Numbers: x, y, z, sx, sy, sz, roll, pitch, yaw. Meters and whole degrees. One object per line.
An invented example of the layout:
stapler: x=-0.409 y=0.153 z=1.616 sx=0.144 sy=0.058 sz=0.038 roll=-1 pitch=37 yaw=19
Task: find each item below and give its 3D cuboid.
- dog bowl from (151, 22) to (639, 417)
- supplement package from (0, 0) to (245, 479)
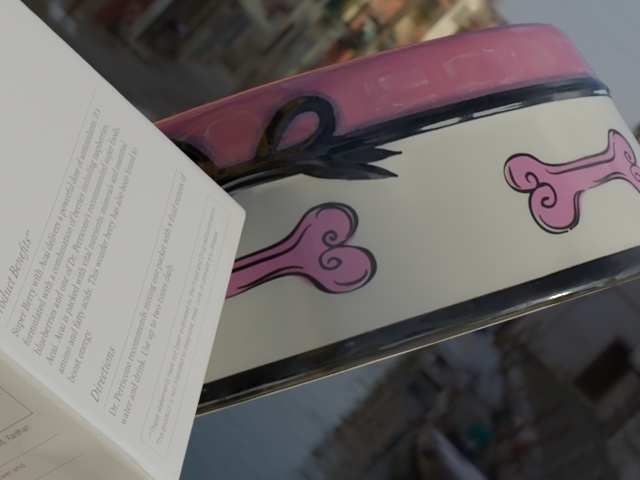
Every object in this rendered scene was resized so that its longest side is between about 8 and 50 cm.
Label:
dog bowl: x=0.000 y=0.000 z=1.038 sx=0.408 sy=0.408 sz=0.150 roll=6 pitch=67 yaw=-82
supplement package: x=-0.202 y=-0.011 z=0.748 sx=0.293 sy=0.175 sz=0.177 roll=44 pitch=35 yaw=-26
